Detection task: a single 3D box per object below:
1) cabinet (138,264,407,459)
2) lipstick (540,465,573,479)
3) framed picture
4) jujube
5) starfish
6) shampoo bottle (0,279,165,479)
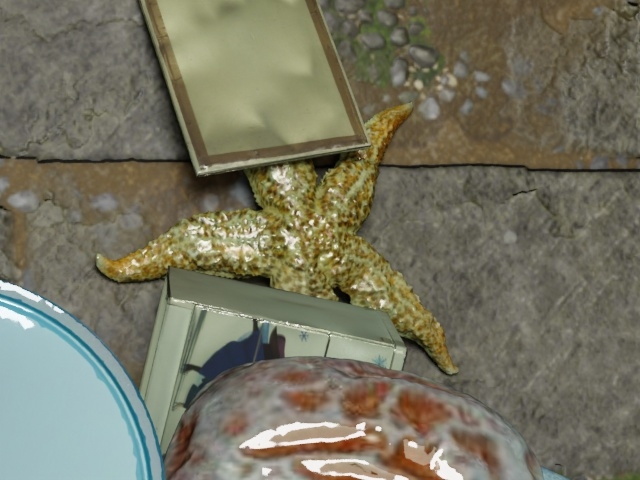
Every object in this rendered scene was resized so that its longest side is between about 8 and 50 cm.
[{"bbox_3d":[-0.049,0.124,1.607,0.206,0.150,0.145,12,100,-8],"label":"cabinet"},{"bbox_3d":[0.302,0.297,1.763,0.274,0.061,0.068,29,72,-10],"label":"lipstick"},{"bbox_3d":[-0.066,-0.168,1.708,0.173,0.010,0.231,-9,63,-18],"label":"framed picture"},{"bbox_3d":[0.020,0.215,1.434,0.308,0.215,0.247,4,86,-6],"label":"jujube"},{"bbox_3d":[0.002,0.000,1.718,0.357,0.078,0.347,30,72,-11],"label":"starfish"},{"bbox_3d":[-0.316,0.207,1.444,0.331,0.342,0.331,3,81,-17],"label":"shampoo bottle"}]
